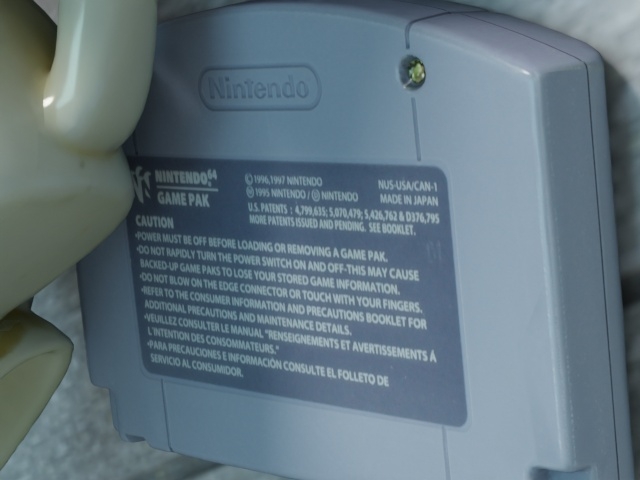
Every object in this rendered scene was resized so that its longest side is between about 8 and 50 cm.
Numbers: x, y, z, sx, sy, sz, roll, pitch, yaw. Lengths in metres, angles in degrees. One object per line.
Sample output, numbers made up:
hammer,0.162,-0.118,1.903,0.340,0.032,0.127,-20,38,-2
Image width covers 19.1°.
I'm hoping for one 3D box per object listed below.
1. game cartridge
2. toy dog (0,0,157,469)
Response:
game cartridge,0.000,0.000,0.770,0.297,0.062,0.198,5,100,48
toy dog,-0.298,-0.085,0.806,0.408,0.284,0.395,47,119,15
